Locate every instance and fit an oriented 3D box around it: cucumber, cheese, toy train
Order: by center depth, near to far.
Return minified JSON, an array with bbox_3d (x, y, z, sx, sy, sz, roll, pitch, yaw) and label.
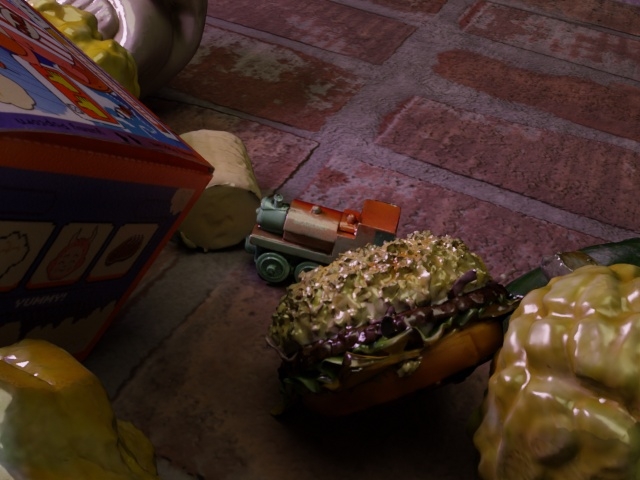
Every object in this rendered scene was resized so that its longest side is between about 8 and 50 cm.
[{"bbox_3d":[0.000,0.000,0.856,0.175,0.118,0.074,16,33,5],"label":"toy train"},{"bbox_3d":[0.350,0.051,0.892,0.325,0.105,0.145,-8,40,-19],"label":"cucumber"},{"bbox_3d":[-0.141,-0.068,0.941,0.123,0.094,0.167,-10,35,-11],"label":"cheese"}]

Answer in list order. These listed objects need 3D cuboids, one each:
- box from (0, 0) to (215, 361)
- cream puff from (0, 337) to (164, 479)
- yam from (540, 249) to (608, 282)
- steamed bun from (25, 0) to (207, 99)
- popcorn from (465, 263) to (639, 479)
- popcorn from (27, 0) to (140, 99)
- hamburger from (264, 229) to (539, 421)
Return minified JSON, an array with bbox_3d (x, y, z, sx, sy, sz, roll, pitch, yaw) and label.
[{"bbox_3d":[-0.333,-0.078,0.599,0.348,0.257,0.318,40,12,14],"label":"box"},{"bbox_3d":[-0.201,0.209,0.424,0.323,0.270,0.274,-29,78,7],"label":"cream puff"},{"bbox_3d":[0.323,0.110,0.731,0.106,0.106,0.259,-13,66,-28],"label":"yam"},{"bbox_3d":[-0.363,-0.367,1.142,0.342,0.255,0.367,-44,83,-11],"label":"steamed bun"},{"bbox_3d":[0.236,0.152,0.572,0.224,0.258,0.270,-29,88,-36],"label":"popcorn"},{"bbox_3d":[-0.337,-0.161,0.897,0.241,0.235,0.250,3,57,-14],"label":"popcorn"},{"bbox_3d":[0.059,0.071,0.676,0.243,0.261,0.139,-18,84,-31],"label":"hamburger"}]
